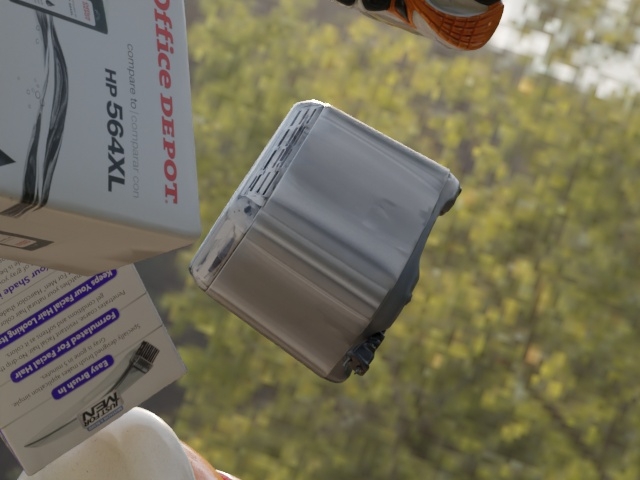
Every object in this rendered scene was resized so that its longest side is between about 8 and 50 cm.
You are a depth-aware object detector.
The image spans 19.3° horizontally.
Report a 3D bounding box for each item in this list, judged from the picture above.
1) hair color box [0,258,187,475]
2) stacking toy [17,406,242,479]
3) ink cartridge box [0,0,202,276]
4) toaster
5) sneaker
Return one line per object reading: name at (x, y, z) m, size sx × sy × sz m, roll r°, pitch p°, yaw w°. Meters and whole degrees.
hair color box at (-0.276, 0.032, 1.726) m, size 0.110 × 0.185 × 0.339 m, roll 38°, pitch -24°, yaw 52°
stacking toy at (-0.082, 0.389, 1.975) m, size 0.480 × 0.351 × 0.350 m, roll 20°, pitch -1°, yaw -36°
ink cartridge box at (-0.155, -0.075, 0.876) m, size 0.086 × 0.148 × 0.203 m, roll -17°, pitch -19°, yaw 37°
toaster at (0.000, 0.000, 1.404) m, size 0.146 × 0.129 × 0.227 m, roll 33°, pitch 42°, yaw -3°
sneaker at (0.037, -0.243, 1.684) m, size 0.262 × 0.099 × 0.121 m, roll 26°, pitch -5°, yaw -37°
